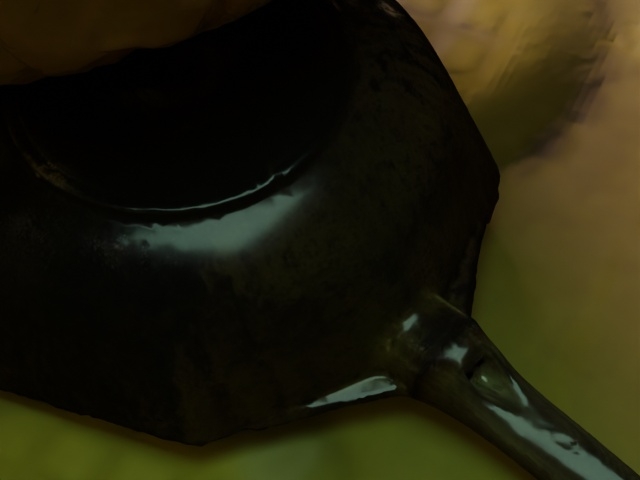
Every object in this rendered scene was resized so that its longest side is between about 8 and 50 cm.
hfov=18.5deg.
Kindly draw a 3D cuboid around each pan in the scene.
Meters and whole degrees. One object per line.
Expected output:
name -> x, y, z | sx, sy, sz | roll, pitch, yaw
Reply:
pan -> 0.007, -0.012, 0.424 | 0.202, 0.048, 0.128 | 14, 56, 14

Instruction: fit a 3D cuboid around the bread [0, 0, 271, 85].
bread -> -0.070, -0.129, 0.411 | 0.274, 0.149, 0.274 | -24, 30, 15
